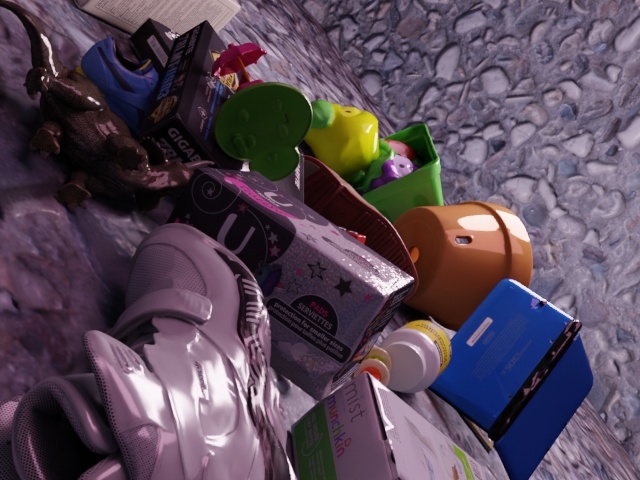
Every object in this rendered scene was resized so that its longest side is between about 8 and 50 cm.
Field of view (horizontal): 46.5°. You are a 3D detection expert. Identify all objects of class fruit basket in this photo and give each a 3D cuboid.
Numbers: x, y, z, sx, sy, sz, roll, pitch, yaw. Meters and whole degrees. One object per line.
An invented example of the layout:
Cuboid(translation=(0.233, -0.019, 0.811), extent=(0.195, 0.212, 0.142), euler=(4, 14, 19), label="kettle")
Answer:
Cuboid(translation=(0.130, -0.206, 1.798), extent=(0.392, 0.282, 0.392), euler=(-22, 90, -80), label="fruit basket")

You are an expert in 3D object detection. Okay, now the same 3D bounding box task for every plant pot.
Cuboid(translation=(0.267, 0.047, 1.570), extent=(0.203, 0.291, 0.291), euler=(11, 38, -33), label="plant pot")

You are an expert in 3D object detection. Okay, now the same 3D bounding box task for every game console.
Cuboid(translation=(0.365, 0.267, 1.421), extent=(0.250, 0.293, 0.173), euler=(35, -28, 22), label="game console")

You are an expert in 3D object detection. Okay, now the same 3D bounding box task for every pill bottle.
Cuboid(translation=(0.151, 0.191, 1.218), extent=(0.103, 0.103, 0.184), euler=(54, 16, 10), label="pill bottle")

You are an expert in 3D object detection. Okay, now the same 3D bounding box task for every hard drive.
Cuboid(translation=(-0.180, -0.254, 1.371), extent=(0.237, 0.064, 0.339), euler=(56, 18, 16), label="hard drive")

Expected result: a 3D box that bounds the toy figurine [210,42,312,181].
Cuboid(translation=(-0.090, -0.192, 1.016), extent=(0.173, 0.130, 0.159), euler=(74, -4, -52), label="toy figurine")

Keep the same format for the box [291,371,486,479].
Cuboid(translation=(0.097, 0.309, 0.777), extent=(0.231, 0.126, 0.262), euler=(41, 19, -28), label="box")

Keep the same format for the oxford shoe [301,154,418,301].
Cuboid(translation=(0.068, -0.031, 1.456), extent=(0.348, 0.123, 0.130), euler=(52, 11, -2), label="oxford shoe")

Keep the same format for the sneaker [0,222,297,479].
Cuboid(translation=(-0.139, 0.096, 0.585), extent=(0.210, 0.137, 0.366), euler=(38, 24, -46), label="sneaker")

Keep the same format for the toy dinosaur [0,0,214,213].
Cuboid(translation=(-0.263, -0.124, 0.835), extent=(0.313, 0.121, 0.160), euler=(42, 6, -13), label="toy dinosaur")

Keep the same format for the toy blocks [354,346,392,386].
Cuboid(translation=(0.047, 0.174, 1.064), extent=(0.123, 0.054, 0.148), euler=(50, 16, -1), label="toy blocks")

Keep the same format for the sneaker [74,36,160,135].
Cuboid(translation=(-0.242, -0.196, 1.052), extent=(0.209, 0.082, 0.069), euler=(43, 16, -29), label="sneaker")

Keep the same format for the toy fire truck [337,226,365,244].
Cuboid(translation=(0.000, 0.000, 1.190), extent=(0.192, 0.047, 0.135), euler=(19, 8, 34), label="toy fire truck")

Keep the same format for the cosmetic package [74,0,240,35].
Cuboid(translation=(-0.294, -0.445, 1.315), extent=(0.113, 0.160, 0.309), euler=(55, 16, 17), label="cosmetic package")

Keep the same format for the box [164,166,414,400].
Cuboid(translation=(-0.042, 0.037, 0.842), extent=(0.247, 0.142, 0.163), euler=(34, 12, 13), label="box")

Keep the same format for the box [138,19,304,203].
Cuboid(translation=(-0.125, -0.134, 1.100), extent=(0.293, 0.073, 0.296), euler=(51, 23, -32), label="box")

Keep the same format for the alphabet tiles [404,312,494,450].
Cuboid(translation=(0.295, 0.296, 1.542), extent=(0.343, 0.011, 0.285), euler=(54, 17, 9), label="alphabet tiles")
